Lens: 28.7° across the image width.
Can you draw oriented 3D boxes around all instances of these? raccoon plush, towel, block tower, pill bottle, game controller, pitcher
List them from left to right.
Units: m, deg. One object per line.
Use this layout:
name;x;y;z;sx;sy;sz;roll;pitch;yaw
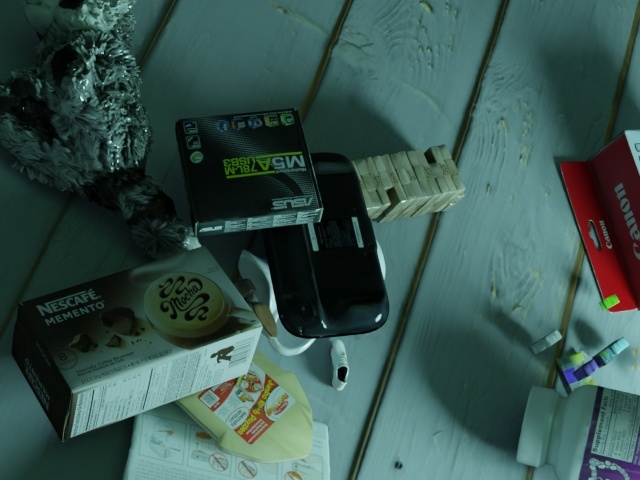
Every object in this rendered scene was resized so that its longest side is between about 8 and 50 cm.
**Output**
raccoon plush;-0.311;-0.186;1.911;0.446;0.216;0.299;60;35;-26
pitcher;-0.003;0.075;1.923;0.207;0.125;0.178;-13;78;-20
game controller;0.000;0.000;1.864;0.166;0.067;0.319;1;57;-20
block tower;0.081;-0.080;2.051;0.335;0.091;0.097;-13;72;-31
towel;0.437;0.233;2.118;0.060;0.009;0.083;-13;73;-29
pill bottle;0.464;0.319;1.944;0.301;0.169;0.169;11;57;13

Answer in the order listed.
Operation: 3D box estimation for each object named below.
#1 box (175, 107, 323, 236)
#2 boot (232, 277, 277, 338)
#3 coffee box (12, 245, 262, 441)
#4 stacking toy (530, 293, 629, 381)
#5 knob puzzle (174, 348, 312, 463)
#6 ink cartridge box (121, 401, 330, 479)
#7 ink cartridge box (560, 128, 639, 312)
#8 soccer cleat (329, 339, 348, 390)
box;-0.107;-0.102;1.839;0.190;0.045;0.184;-6;59;-12
boot;-0.120;0.117;1.861;0.042;0.087;0.118;20;37;-54
coffee box;-0.256;0.138;1.741;0.297;0.119;0.168;-17;55;-31
stacking toy;0.474;0.202;2.117;0.221;0.052;0.167;-27;81;-35
knob puzzle;-0.094;0.252;1.819;0.213;0.030;0.213;17;44;-17
ink cartridge box;-0.141;0.397;1.741;0.308;0.091;0.385;17;43;-17
ink cartridge box;0.612;-0.039;2.262;0.271;0.130;0.309;-6;69;-27
soccer cleat;0.031;0.190;1.928;0.029;0.035;0.083;12;62;-20
